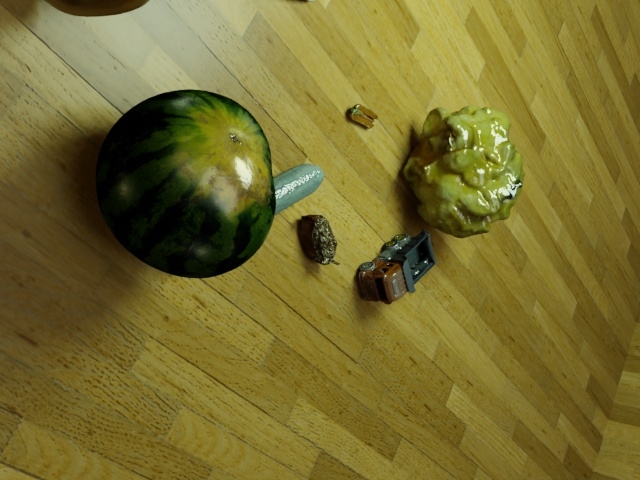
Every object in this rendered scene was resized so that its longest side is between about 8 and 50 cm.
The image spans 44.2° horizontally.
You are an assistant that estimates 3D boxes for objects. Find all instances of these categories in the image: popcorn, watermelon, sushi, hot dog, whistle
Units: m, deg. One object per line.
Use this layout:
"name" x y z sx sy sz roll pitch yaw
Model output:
"popcorn" 0.305 -0.151 1.682 0.252 0.215 0.286 14 81 -16
"watermelon" -0.184 -0.077 1.101 0.269 0.269 0.269 -7 100 -48
"sushi" 0.000 0.000 1.467 0.052 0.055 0.120 -40 124 -46
"hot dog" 0.082 -0.246 1.556 0.083 0.021 0.037 22 99 -50
"whistle" -0.110 -0.057 1.331 0.312 0.062 0.062 -33 118 -42

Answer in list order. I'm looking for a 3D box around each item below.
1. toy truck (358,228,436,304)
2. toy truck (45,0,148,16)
"toy truck" 0.166 0.054 1.630 0.192 0.092 0.083 -38 122 -39
"toy truck" -0.238 -0.420 1.003 0.211 0.288 0.204 -58 133 -43
